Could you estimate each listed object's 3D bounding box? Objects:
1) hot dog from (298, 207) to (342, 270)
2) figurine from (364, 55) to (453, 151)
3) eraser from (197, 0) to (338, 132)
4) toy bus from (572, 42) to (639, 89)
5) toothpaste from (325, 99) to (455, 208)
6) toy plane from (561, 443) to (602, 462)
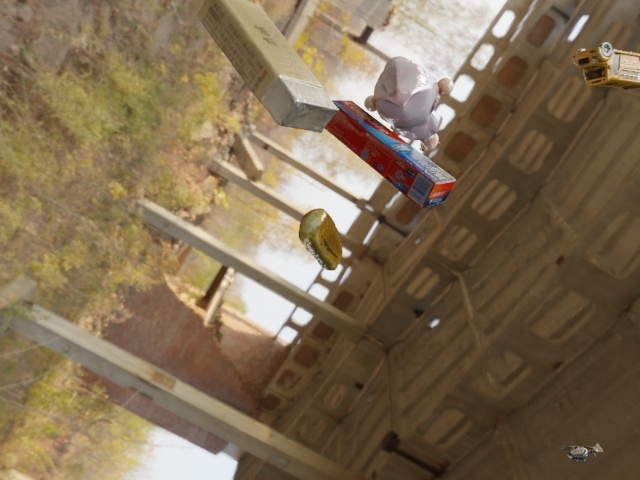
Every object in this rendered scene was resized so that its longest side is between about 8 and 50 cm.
[{"bbox_3d":[0.002,0.003,1.251,0.286,0.061,0.088,69,43,-67],"label":"hot dog"},{"bbox_3d":[0.200,-0.295,1.320,0.276,0.200,0.133,37,48,-63],"label":"figurine"},{"bbox_3d":[-0.110,-0.366,1.211,0.144,0.343,0.078,-5,143,-53],"label":"eraser"},{"bbox_3d":[0.575,-0.339,1.169,0.069,0.162,0.074,-168,-101,-68],"label":"toy bus"},{"bbox_3d":[0.132,-0.186,1.236,0.076,0.320,0.066,-14,139,-45],"label":"toothpaste"},{"bbox_3d":[0.808,0.651,1.831,0.049,0.121,0.031,-93,177,-54],"label":"toy plane"}]
